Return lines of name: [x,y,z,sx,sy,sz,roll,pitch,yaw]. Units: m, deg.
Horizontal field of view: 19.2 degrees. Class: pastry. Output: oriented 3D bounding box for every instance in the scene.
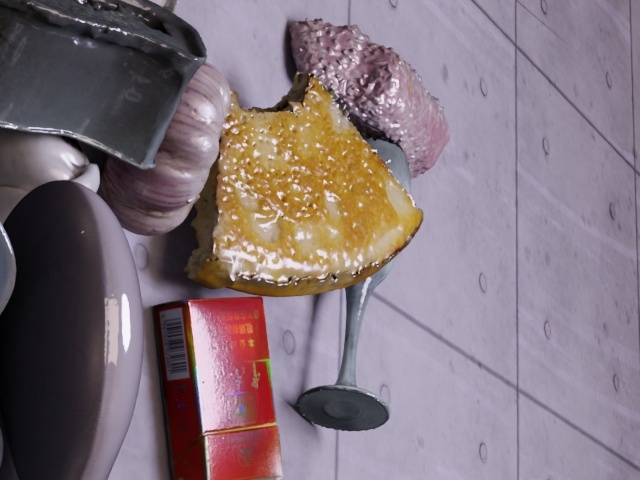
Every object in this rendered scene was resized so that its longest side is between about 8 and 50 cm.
pastry: [0.068,-0.150,2.095,0.265,0.112,0.103,42,57,-50]

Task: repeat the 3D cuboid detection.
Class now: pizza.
pizza: [-0.037,-0.050,1.845,0.323,0.089,0.223,-13,77,-49]

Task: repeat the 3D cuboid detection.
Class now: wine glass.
wine glass: [0.000,0.000,1.937,0.264,0.096,0.310,45,44,-47]

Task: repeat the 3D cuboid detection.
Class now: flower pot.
flower pot: [-0.201,-0.143,1.448,0.229,0.108,0.103,16,27,-36]

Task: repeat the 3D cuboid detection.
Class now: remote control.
remote control: [-0.199,0.108,1.324,0.103,0.332,0.221,3,44,-27]

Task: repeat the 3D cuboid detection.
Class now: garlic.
garlic: [-0.144,-0.082,1.641,0.102,0.159,0.147,19,30,-17]

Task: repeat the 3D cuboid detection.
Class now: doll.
doll: [-0.228,-0.017,1.478,0.110,0.106,0.181,91,4,-67]

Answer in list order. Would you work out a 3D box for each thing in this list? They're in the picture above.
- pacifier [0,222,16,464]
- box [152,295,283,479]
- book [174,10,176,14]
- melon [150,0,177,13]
pacifier: [-0.319,0.063,1.239,0.226,0.238,0.287,-119,-149,-73]
box: [-0.093,0.140,1.740,0.112,0.048,0.175,-2,84,-53]
book: [-0.187,-0.317,1.749,0.170,0.018,0.242,23,62,-58]
melon: [-0.202,-0.182,1.560,0.139,0.202,0.093,33,27,-5]
